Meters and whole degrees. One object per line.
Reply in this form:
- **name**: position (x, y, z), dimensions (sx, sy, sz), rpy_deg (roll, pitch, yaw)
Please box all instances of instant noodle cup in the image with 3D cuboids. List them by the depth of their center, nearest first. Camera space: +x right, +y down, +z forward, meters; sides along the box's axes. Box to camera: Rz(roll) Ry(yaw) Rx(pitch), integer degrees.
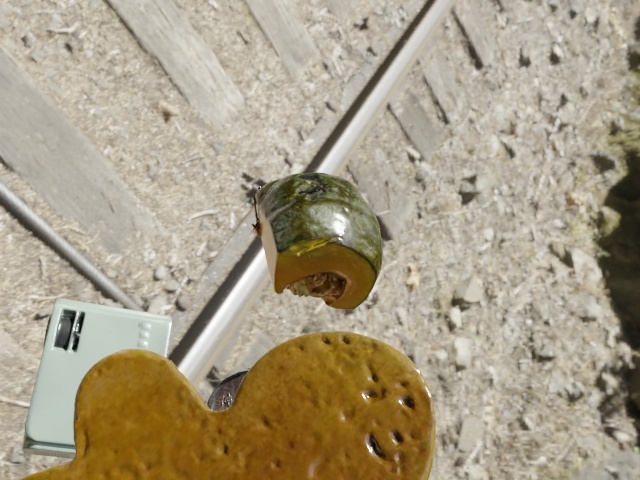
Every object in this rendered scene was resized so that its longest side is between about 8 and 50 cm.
- **instant noodle cup**: position (-0.140, 0.419, 1.656), dimensions (0.207, 0.218, 0.217), rpy_deg (59, 30, -72)

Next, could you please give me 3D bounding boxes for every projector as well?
- **projector**: position (-0.368, 0.236, 1.177), dimensions (0.198, 0.108, 0.250), rpy_deg (11, 63, -15)

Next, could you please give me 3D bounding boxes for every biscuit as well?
- **biscuit**: position (-0.107, 0.217, 0.495), dimensions (0.432, 0.064, 0.283), rpy_deg (-33, 70, -9)

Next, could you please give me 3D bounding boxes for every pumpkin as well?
- **pumpkin**: position (0.000, 0.000, 1.548), dimensions (0.303, 0.256, 0.225), rpy_deg (14, 42, -30)
